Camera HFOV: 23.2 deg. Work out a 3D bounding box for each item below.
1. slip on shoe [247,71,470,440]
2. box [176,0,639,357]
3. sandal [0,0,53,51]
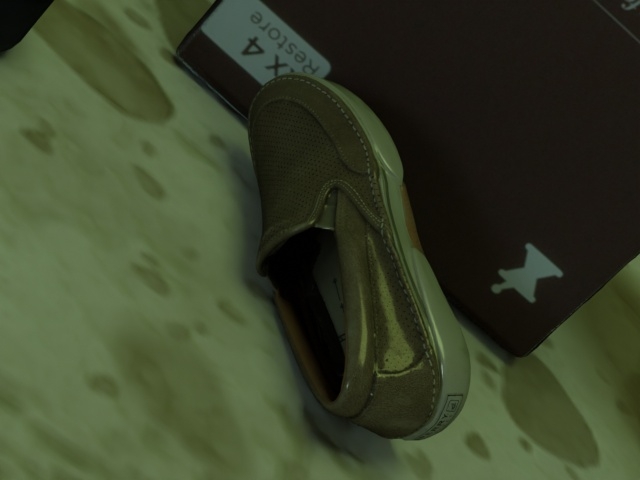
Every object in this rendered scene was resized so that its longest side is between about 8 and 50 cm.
[{"bbox_3d":[0.000,0.000,0.469,0.041,0.051,0.135,6,50,-36],"label":"slip on shoe"},{"bbox_3d":[0.082,-0.100,0.597,0.168,0.167,0.203,42,25,-6],"label":"box"},{"bbox_3d":[-0.168,-0.123,0.389,0.254,0.054,0.097,16,37,-46],"label":"sandal"}]
